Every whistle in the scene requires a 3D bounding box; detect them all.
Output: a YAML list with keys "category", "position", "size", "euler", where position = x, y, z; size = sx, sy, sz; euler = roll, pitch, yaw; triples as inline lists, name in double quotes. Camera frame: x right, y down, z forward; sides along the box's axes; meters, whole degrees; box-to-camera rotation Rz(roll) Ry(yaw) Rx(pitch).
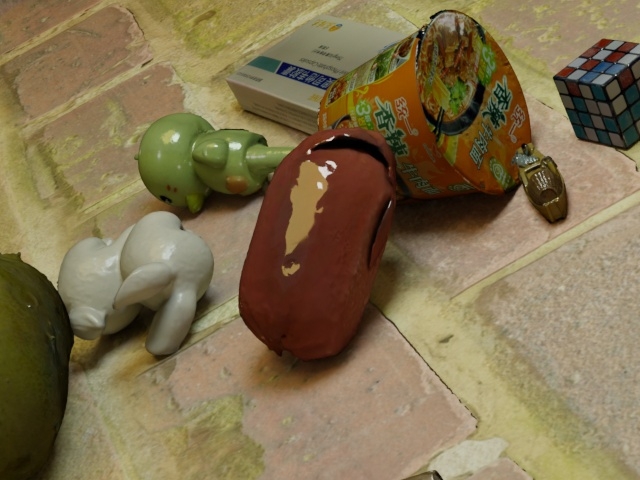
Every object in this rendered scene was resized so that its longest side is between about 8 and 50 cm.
- category: "whistle"
  position: [-0.138, -0.097, 2.179]
  size: [0.294, 0.141, 0.141]
  euler: [17, 48, 31]

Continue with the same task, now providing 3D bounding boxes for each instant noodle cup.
- category: "instant noodle cup"
  position: [0.120, -0.144, 1.913]
  size: [0.182, 0.230, 0.230]
  euler: [-18, 27, 39]

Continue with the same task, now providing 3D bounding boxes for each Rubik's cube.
- category: "Rubik's cube"
  position: [0.351, -0.176, 1.879]
  size: [0.092, 0.092, 0.092]
  euler: [-38, 30, -20]

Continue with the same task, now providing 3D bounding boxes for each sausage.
- category: "sausage"
  position: [0.000, 0.000, 1.779]
  size: [0.152, 0.152, 0.280]
  euler: [2, 67, 44]

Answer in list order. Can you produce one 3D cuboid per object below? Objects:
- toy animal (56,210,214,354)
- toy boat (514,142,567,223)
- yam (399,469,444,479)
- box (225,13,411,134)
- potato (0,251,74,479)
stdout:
- category: "toy animal"
  position: [-0.234, 0.056, 1.963]
  size: [0.193, 0.127, 0.178]
  euler: [-4, 37, 36]
- category: "toy boat"
  position: [0.257, -0.072, 1.830]
  size: [0.047, 0.049, 0.149]
  euler: [-24, 27, 8]
- category: "yam"
  position: [-0.007, 0.274, 1.469]
  size: [0.264, 0.046, 0.046]
  euler: [-20, 28, 11]
- category: "box"
  position: [0.021, -0.241, 2.317]
  size: [0.200, 0.065, 0.343]
  euler: [-36, 28, -17]
- category: "potato"
  position: [-0.400, 0.132, 1.828]
  size: [0.219, 0.270, 0.359]
  euler: [-9, 25, 1]
